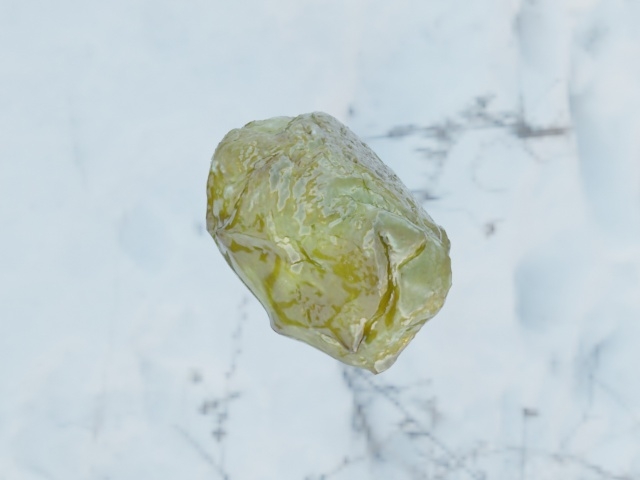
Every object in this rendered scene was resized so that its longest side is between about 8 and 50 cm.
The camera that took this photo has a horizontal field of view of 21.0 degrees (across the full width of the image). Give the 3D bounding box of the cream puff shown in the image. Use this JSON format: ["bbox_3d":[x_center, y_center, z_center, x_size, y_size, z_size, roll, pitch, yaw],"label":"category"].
[{"bbox_3d":[0.000,0.000,0.512,0.083,0.058,0.083,39,12,-8],"label":"cream puff"}]
